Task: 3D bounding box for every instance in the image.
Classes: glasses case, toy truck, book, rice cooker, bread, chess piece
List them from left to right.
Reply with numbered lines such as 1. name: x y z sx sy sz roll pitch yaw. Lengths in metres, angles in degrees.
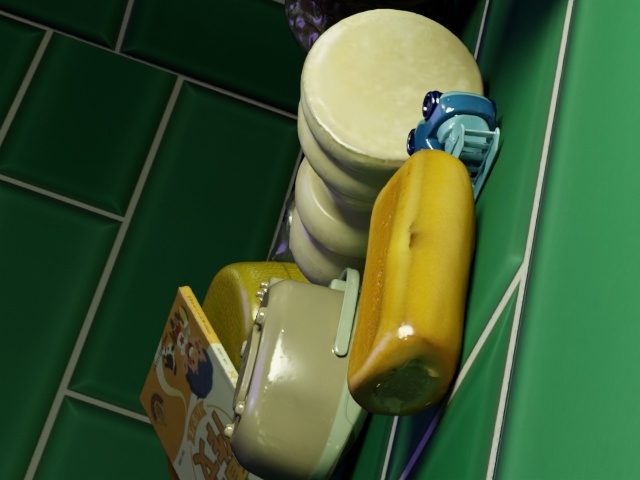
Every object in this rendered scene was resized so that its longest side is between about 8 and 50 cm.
1. book: -0.115 0.225 2.100 0.295 0.020 0.208 58 143 32
2. glasses case: -0.075 0.160 2.199 0.371 0.141 0.173 113 150 -44
3. rice cooker: -0.013 0.123 1.692 0.145 0.127 0.206 118 162 -61
4. chess piece: 0.040 -0.060 1.731 0.300 0.167 0.167 108 179 -58
5. bread: 0.070 0.032 1.369 0.092 0.074 0.239 -48 18 35
6. toy truck: 0.101 -0.054 1.509 0.074 0.063 0.136 -104 24 -45

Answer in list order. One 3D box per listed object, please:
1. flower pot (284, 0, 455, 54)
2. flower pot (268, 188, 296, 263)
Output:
1. flower pot: 0.062 -0.325 2.006 0.267 0.266 0.267 96 -171 -59
2. flower pot: 0.000 0.000 2.242 0.157 0.106 0.157 -159 90 -86
